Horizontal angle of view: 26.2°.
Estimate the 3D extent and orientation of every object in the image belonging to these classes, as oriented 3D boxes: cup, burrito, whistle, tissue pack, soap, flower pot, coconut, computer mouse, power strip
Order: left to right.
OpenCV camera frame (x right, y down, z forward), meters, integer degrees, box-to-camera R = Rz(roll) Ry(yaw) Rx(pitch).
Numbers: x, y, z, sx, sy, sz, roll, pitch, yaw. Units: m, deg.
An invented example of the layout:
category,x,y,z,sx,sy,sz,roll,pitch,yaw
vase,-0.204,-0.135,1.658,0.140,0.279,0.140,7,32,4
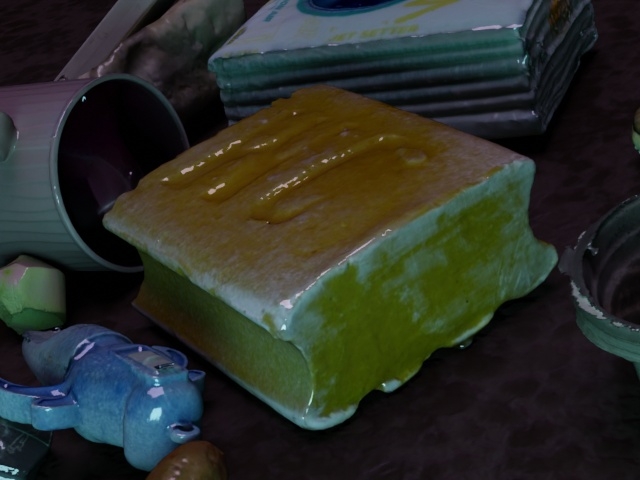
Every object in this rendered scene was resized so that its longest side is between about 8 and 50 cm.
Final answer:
category,x,y,z,sx,sy,sz,roll,pitch,yaw
computer mouse,-0.338,0.184,1.188,0.231,0.071,0.126,-7,29,19
cup,-0.318,-0.063,1.462,0.273,0.208,0.288,0,11,32
coconut,-0.299,0.054,1.403,0.082,0.081,0.083,-14,-17,7
whistle,-0.178,0.125,1.168,0.180,0.093,0.269,-8,15,-34
power strip,-0.258,-0.279,1.809,0.367,0.043,0.106,-46,1,20
burrito,-0.228,-0.185,1.734,0.332,0.135,0.190,-43,7,-35
soap,0.000,0.000,1.260,0.293,0.156,0.335,-28,31,-22
tissue pack,0.100,-0.225,1.610,0.388,0.162,0.287,-3,30,27
flower pot,0.303,0.056,0.996,0.235,0.141,0.235,-14,26,7

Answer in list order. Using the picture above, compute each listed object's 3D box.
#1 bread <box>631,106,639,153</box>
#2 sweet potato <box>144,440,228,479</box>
category,x,y,z,sx,sy,sz,roll,pitch,yaw
bread,0.432,-0.125,1.353,0.286,0.056,0.207,-20,31,-8
sweet potato,-0.160,0.254,0.933,0.106,0.095,0.354,-11,24,23
